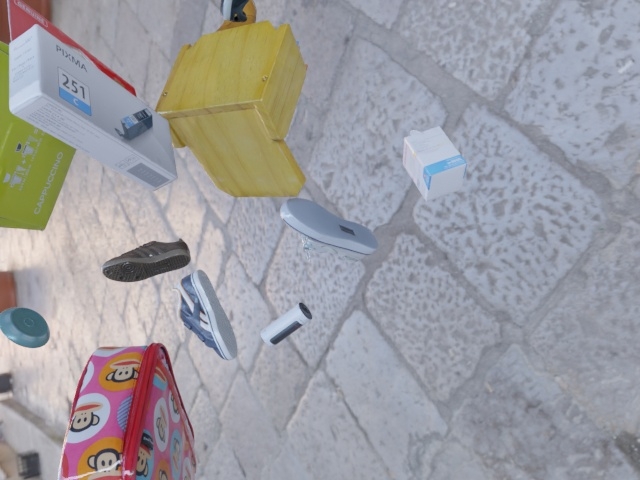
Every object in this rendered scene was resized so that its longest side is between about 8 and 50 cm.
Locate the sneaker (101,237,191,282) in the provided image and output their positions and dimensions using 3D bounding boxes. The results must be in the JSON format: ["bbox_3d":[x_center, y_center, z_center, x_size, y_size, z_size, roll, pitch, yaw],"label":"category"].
[{"bbox_3d":[-0.384,0.040,1.232,0.071,0.188,0.066,-116,24,-45],"label":"sneaker"}]

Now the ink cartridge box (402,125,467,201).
[{"bbox_3d":[0.247,-0.177,1.240,0.092,0.089,0.143,84,165,-56],"label":"ink cartridge box"}]

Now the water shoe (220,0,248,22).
[{"bbox_3d":[-0.212,-0.682,1.474,0.073,0.080,0.203,-109,31,-43],"label":"water shoe"}]

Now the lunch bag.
[{"bbox_3d":[-0.248,0.288,0.766,0.258,0.120,0.293,-99,5,-51],"label":"lunch bag"}]

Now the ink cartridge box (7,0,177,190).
[{"bbox_3d":[-0.374,-0.252,0.936,0.066,0.296,0.261,-25,64,16],"label":"ink cartridge box"}]

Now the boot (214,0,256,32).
[{"bbox_3d":[-0.293,-0.702,1.821,0.104,0.211,0.295,-22,105,47],"label":"boot"}]

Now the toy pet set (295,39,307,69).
[{"bbox_3d":[-0.104,-0.598,1.827,0.122,0.065,0.114,20,94,25],"label":"toy pet set"}]

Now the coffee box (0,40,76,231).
[{"bbox_3d":[-0.717,-0.237,1.089,0.334,0.338,0.338,22,92,12],"label":"coffee box"}]

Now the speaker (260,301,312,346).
[{"bbox_3d":[-0.088,0.218,1.449,0.136,0.055,0.055,-37,62,15],"label":"speaker"}]

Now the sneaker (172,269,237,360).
[{"bbox_3d":[-0.392,0.268,1.882,0.127,0.126,0.321,-27,81,9],"label":"sneaker"}]

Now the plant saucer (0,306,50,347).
[{"bbox_3d":[-0.666,0.192,1.267,0.021,0.119,0.119,-46,55,15],"label":"plant saucer"}]

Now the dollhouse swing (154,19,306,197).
[{"bbox_3d":[-0.180,-0.320,1.435,0.346,0.305,0.315,1,65,33],"label":"dollhouse swing"}]

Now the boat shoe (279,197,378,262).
[{"bbox_3d":[-0.001,-0.006,1.670,0.156,0.367,0.136,-42,49,29],"label":"boat shoe"}]
